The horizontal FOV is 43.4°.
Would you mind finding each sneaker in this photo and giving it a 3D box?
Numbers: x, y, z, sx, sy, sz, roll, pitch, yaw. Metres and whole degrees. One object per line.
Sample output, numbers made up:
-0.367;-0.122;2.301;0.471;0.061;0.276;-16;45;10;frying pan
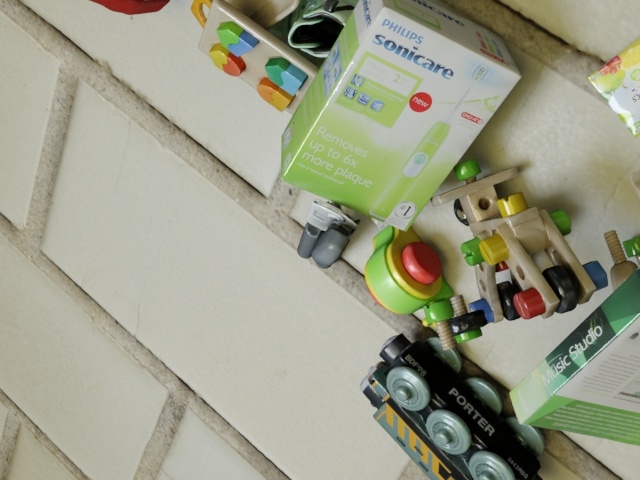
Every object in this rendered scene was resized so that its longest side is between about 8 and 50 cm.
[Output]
-0.031;-0.330;1.181;0.256;0.151;0.094;17;118;30;sneaker

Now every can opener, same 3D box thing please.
0.000;0.000;1.235;0.074;0.093;0.280;30;169;1;can opener

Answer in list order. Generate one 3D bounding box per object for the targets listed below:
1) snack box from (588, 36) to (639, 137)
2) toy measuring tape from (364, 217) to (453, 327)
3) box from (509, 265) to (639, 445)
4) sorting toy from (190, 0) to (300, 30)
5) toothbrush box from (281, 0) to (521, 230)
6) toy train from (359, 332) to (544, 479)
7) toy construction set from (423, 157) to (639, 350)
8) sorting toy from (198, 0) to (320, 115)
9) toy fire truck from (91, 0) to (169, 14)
0.421;-0.209;0.990;0.100;0.037;0.141;53;128;5;snack box
0.091;0.005;1.250;0.121;0.121;0.330;-41;83;37;toy measuring tape
0.427;0.141;1.018;0.322;0.232;0.058;-57;30;34;box
-0.108;-0.400;1.156;0.348;0.047;0.196;-11;110;59;sorting toy
0.097;-0.179;1.093;0.206;0.122;0.283;22;124;-19;toothbrush box
0.202;0.303;1.281;0.334;0.142;0.190;45;136;12;toy train
0.284;-0.021;1.065;0.309;0.257;0.237;-20;83;17;toy construction set
-0.096;-0.266;1.212;0.193;0.038;0.208;34;167;-8;sorting toy
-0.381;-0.497;1.290;0.169;0.254;0.302;-28;90;38;toy fire truck
